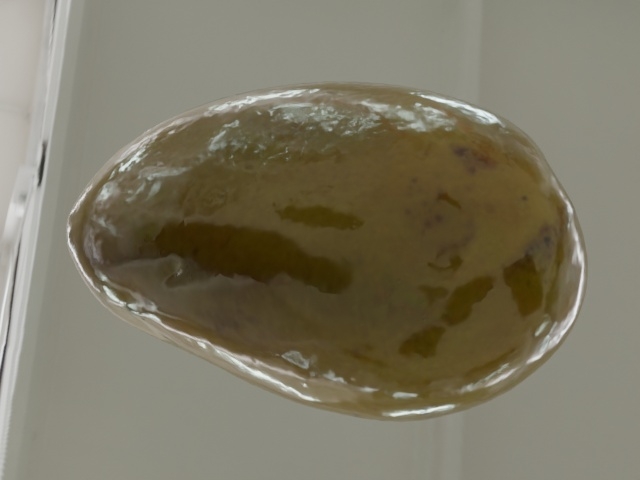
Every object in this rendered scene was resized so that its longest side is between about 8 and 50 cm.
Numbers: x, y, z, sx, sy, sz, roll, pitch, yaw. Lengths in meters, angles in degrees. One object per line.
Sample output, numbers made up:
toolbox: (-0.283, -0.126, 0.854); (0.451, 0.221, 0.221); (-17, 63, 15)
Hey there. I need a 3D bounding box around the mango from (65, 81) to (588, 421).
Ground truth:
mango: (0.000, 0.000, 0.975); (0.445, 0.232, 0.300); (5, -127, 18)
